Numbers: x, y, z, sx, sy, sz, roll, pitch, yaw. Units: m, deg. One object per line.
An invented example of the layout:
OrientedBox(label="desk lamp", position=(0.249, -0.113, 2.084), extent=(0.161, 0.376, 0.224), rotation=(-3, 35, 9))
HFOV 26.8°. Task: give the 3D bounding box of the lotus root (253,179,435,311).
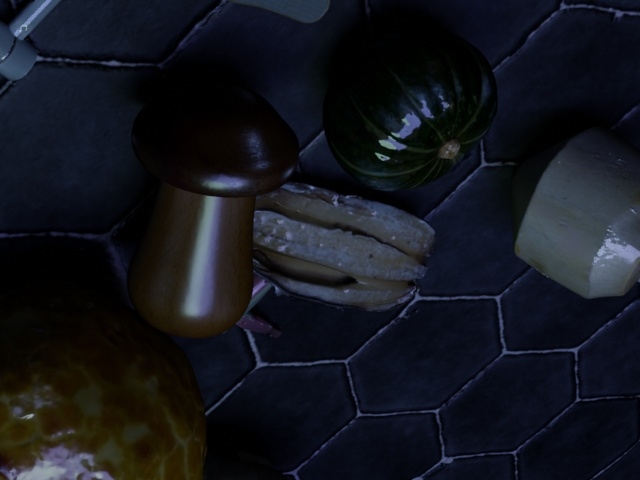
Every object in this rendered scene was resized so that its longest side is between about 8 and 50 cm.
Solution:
OrientedBox(label="lotus root", position=(-0.001, 0.000, 1.780), extent=(0.329, 0.078, 0.167), rotation=(19, 100, -35))

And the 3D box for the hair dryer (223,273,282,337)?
OrientedBox(label="hair dryer", position=(-0.094, 0.098, 1.852), extent=(0.106, 0.054, 0.154), rotation=(-36, 148, 3))

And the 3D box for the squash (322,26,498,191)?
OrientedBox(label="squash", position=(0.106, -0.159, 1.601), extent=(0.218, 0.172, 0.218), rotation=(-18, 134, -20))

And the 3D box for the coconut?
OrientedBox(label="coconut", position=(0.365, -0.042, 1.833), extent=(0.241, 0.241, 0.241), rotation=(-15, 136, -15))

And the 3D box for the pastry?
OrientedBox(label="pastry", position=(-0.310, 0.227, 1.612), extent=(0.388, 0.388, 0.312), rotation=(8, 154, -33))

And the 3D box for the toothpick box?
OrientedBox(label="toothpick box", position=(-0.136, -0.041, 1.561), extent=(0.192, 0.192, 0.294), rotation=(-3, 126, -25))

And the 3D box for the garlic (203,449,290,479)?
OrientedBox(label="garlic", position=(-0.152, 0.435, 2.000), extent=(0.322, 0.241, 0.322), rotation=(-15, 150, -9))

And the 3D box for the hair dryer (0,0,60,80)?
OrientedBox(label="hair dryer", position=(-0.310, -0.238, 1.404), extent=(0.137, 0.047, 0.082), rotation=(-43, 136, 8))

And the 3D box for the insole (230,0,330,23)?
OrientedBox(label="insole", position=(-0.065, -0.286, 1.511), extent=(0.188, 0.004, 0.064), rotation=(16, 124, -37))
